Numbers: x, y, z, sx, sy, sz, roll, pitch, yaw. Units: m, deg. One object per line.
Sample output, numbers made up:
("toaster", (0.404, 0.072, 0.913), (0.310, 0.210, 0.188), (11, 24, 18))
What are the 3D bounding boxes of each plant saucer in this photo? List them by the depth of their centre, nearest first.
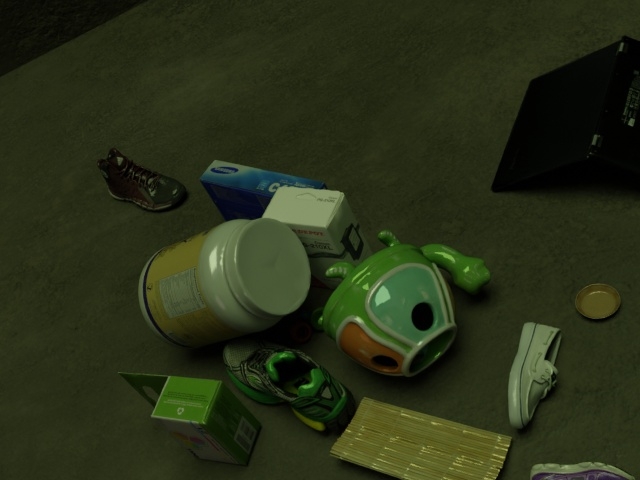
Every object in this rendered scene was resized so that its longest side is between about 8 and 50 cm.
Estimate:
("plant saucer", (0.538, 0.121, 1.643), (0.083, 0.015, 0.083), (-14, 45, 14))

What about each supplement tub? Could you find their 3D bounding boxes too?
("supplement tub", (-0.207, 0.091, 1.810), (0.331, 0.241, 0.241), (-19, 40, 42))

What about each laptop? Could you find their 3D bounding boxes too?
("laptop", (0.657, -0.243, 1.918), (0.408, 0.236, 0.382), (22, 59, 6))

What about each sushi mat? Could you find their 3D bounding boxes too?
("sushi mat", (0.182, 0.381, 1.557), (0.317, 0.019, 0.151), (10, 40, 32))

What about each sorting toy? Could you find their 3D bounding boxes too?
("sorting toy", (-0.026, 0.179, 1.850), (0.102, 0.061, 0.042), (-32, 9, -14))

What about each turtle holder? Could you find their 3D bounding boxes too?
("turtle holder", (0.168, 0.136, 1.690), (0.320, 0.243, 0.227), (-12, 46, -44))

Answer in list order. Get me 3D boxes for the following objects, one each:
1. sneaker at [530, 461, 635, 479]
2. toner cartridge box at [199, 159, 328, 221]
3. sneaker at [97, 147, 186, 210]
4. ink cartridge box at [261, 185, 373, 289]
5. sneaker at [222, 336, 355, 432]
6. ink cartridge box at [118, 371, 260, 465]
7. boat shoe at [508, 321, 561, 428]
("sneaker", (0.436, 0.409, 1.410), (0.170, 0.068, 0.071), (-11, 61, 29))
("toner cartridge box", (-0.117, -0.090, 2.053), (0.348, 0.165, 0.075), (15, 57, 35))
("sneaker", (-0.511, -0.174, 2.323), (0.281, 0.162, 0.106), (8, 55, 32))
("ink cartridge box", (0.000, 0.000, 1.859), (0.172, 0.237, 0.100), (7, 54, 31))
("sneaker", (-0.081, 0.258, 1.722), (0.344, 0.146, 0.134), (15, 57, 44))
("ink cartridge box", (-0.278, 0.357, 1.706), (0.255, 0.188, 0.097), (-1, 52, 28))
("boat shoe", (0.396, 0.241, 1.554), (0.076, 0.083, 0.226), (-1, 49, 27))
